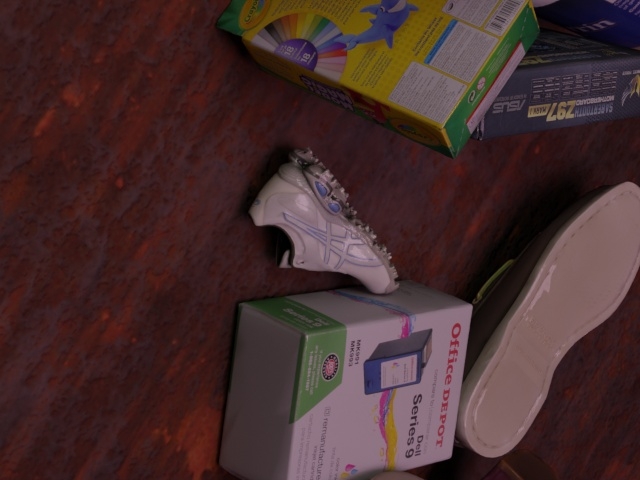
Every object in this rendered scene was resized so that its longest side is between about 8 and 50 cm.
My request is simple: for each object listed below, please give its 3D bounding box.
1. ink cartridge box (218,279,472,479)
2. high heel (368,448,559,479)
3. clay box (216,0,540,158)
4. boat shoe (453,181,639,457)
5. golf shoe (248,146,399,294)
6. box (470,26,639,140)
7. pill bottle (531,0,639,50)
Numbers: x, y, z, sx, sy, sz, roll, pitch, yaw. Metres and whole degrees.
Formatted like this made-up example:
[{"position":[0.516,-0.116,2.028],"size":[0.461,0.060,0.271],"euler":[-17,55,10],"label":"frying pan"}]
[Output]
[{"position":[0.026,0.127,1.466],"size":[0.212,0.093,0.154],"euler":[-7,110,-45],"label":"ink cartridge box"},{"position":[0.085,0.299,1.512],"size":[0.377,0.127,0.181],"euler":[-1,134,-56],"label":"high heel"},{"position":[0.041,-0.164,1.288],"size":[0.127,0.222,0.053],"euler":[-55,151,-13],"label":"clay box"},{"position":[0.205,0.066,1.617],"size":[0.324,0.097,0.116],"euler":[-53,123,-21],"label":"boat shoe"},{"position":[0.000,0.000,1.426],"size":[0.086,0.069,0.176],"euler":[-41,128,-2],"label":"golf shoe"},{"position":[0.145,-0.141,1.415],"size":[0.233,0.183,0.059],"euler":[-12,113,-42],"label":"box"},{"position":[0.223,-0.266,1.466],"size":[0.265,0.153,0.153],"euler":[13,96,-46],"label":"pill bottle"}]
